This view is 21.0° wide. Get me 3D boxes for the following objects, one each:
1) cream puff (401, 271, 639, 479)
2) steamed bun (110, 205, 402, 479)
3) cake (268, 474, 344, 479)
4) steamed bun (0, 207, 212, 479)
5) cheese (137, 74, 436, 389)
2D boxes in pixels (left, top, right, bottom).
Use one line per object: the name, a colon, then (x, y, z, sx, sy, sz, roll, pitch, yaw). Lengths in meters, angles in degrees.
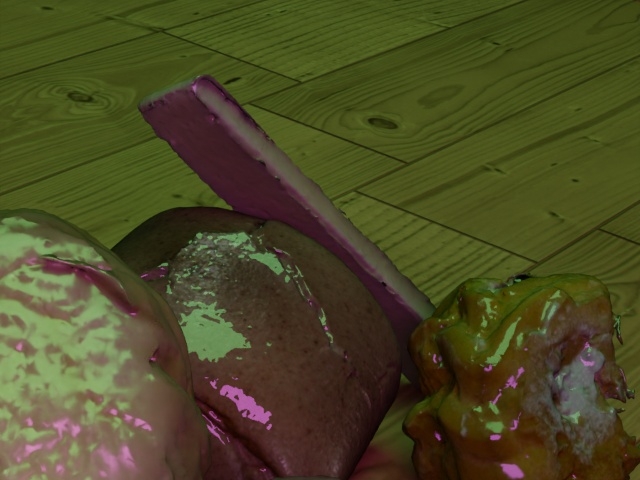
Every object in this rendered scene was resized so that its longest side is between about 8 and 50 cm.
cream puff: (0.148, 0.137, 1.419, 0.194, 0.221, 0.195, -6, -10, -1)
steamed bun: (-0.090, 0.088, 1.432, 0.301, 0.199, 0.251, 18, 27, 21)
cake: (0.038, 0.308, 0.972, 0.309, 0.237, 0.230, 16, 30, 12)
steamed bun: (-0.259, 0.141, 1.243, 0.372, 0.230, 0.325, 9, 63, -6)
cheese: (-0.002, 0.002, 1.502, 0.085, 0.400, 0.034, -20, 35, 38)
